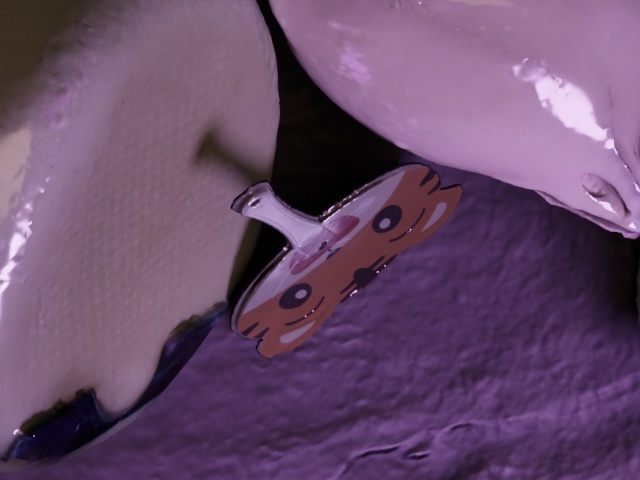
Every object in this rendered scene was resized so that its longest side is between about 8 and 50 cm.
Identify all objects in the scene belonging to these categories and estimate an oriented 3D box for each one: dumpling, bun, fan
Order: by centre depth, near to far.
[{"bbox_3d":[-0.156,-0.035,0.996,0.187,0.293,0.293,22,92,20],"label":"bun"},{"bbox_3d":[0.000,0.000,1.064,0.152,0.227,0.008,-40,70,5],"label":"fan"},{"bbox_3d":[0.093,-0.168,1.087,0.341,0.181,0.260,24,64,-6],"label":"dumpling"}]

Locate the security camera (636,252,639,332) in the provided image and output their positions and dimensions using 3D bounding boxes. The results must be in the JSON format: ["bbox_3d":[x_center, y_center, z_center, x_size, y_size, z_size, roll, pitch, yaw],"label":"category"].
[{"bbox_3d":[0.333,0.033,1.189,0.236,0.194,0.194,1,99,-24],"label":"security camera"}]
